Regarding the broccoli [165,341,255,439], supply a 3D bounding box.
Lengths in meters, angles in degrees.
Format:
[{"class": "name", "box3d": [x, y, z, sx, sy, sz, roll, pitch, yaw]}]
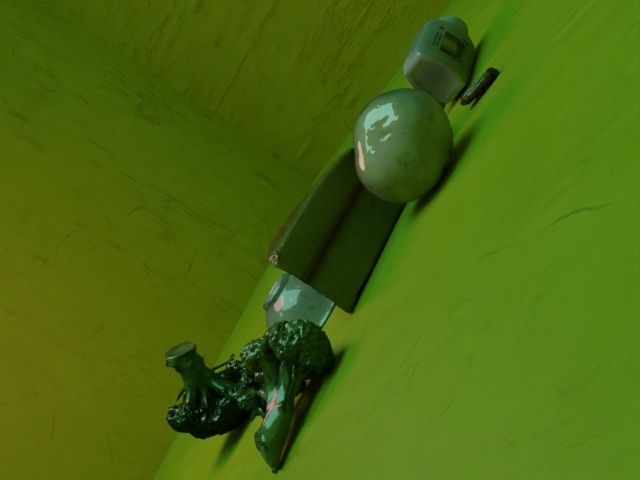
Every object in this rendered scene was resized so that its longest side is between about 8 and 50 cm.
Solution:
[{"class": "broccoli", "box3d": [-0.316, 0.424, 2.228, 0.298, 0.297, 0.297, -21, 20, 8]}]

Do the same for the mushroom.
[{"class": "mushroom", "box3d": [0.202, -0.220, 1.801, 0.260, 0.254, 0.234, -50, -27, 25]}]

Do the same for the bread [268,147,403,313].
[{"class": "bread", "box3d": [0.061, -0.050, 1.882, 0.361, 0.233, 0.245, -56, 7, 2]}]

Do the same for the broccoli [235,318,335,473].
[{"class": "broccoli", "box3d": [-0.113, 0.310, 1.693, 0.302, 0.186, 0.254, -53, 15, -18]}]

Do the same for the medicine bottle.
[{"class": "medicine bottle", "box3d": [0.349, -0.530, 2.215, 0.124, 0.179, 0.324, -52, 8, 39]}]

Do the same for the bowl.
[{"class": "bowl", "box3d": [-0.071, 0.175, 2.141, 0.313, 0.146, 0.313, -57, 7, 10]}]

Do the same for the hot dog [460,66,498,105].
[{"class": "hot dog", "box3d": [0.388, -0.373, 1.886, 0.122, 0.037, 0.049, -46, 1, 34]}]

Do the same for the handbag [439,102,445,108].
[{"class": "handbag", "box3d": [0.294, -0.354, 2.252, 0.219, 0.079, 0.256, -43, 17, 48]}]
